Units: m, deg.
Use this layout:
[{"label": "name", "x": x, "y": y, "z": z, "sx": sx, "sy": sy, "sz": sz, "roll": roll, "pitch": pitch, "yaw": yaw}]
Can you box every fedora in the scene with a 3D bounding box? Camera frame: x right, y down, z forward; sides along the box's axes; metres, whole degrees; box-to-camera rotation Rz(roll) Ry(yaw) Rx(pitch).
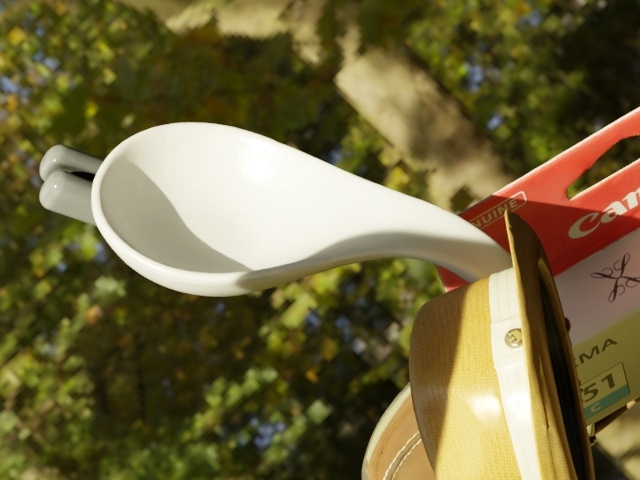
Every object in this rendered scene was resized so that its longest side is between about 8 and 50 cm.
[{"label": "fedora", "x": 0.095, "y": 0.082, "z": 0.922, "sx": 0.079, "sy": 0.194, "sz": 0.194, "roll": -13, "pitch": -10, "yaw": 13}]

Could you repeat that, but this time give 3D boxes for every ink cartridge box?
[{"label": "ink cartridge box", "x": 0.235, "y": 0.010, "z": 1.202, "sx": 0.296, "sy": 0.066, "sz": 0.261, "roll": -30, "pitch": -33, "yaw": -1}]

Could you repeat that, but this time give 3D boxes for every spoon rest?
[{"label": "spoon rest", "x": 0.000, "y": 0.000, "z": 1.018, "sx": 0.137, "sy": 0.276, "sz": 0.084, "roll": -70, "pitch": 0, "yaw": -47}]

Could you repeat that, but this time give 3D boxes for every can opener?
[{"label": "can opener", "x": -0.144, "y": -0.040, "z": 1.770, "sx": 0.283, "sy": 0.076, "sz": 0.095, "roll": 20, "pitch": -49, "yaw": -27}]

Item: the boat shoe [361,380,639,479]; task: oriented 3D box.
[{"label": "boat shoe", "x": 0.181, "y": 0.135, "z": 1.474, "sx": 0.324, "sy": 0.123, "sz": 0.120, "roll": -35, "pitch": 19, "yaw": -21}]
